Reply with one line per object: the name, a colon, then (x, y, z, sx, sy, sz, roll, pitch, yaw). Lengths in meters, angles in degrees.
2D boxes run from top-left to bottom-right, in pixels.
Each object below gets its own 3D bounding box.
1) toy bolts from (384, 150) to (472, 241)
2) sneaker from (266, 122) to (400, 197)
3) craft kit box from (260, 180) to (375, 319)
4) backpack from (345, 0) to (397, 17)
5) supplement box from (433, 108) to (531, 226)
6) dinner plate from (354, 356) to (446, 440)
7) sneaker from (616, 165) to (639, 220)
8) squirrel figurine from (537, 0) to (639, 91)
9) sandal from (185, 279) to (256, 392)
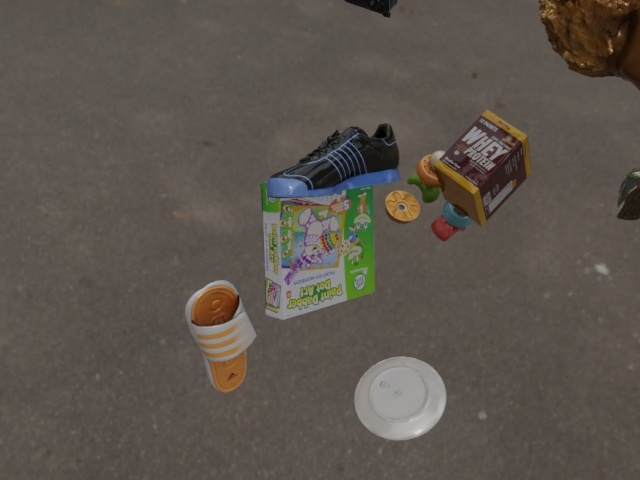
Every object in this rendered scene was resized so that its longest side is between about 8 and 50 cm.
toy bolts: (0.313, -0.116, 2.343, 0.218, 0.158, 0.228, -34, 74, -31)
sneaker: (0.018, -0.115, 1.248, 0.232, 0.090, 0.081, -14, 10, -36)
craft kit box: (0.000, 0.000, 1.597, 0.250, 0.246, 0.061, -14, 20, -43)
backpack: (0.092, -0.490, 1.615, 0.114, 0.105, 0.084, 18, 46, 15)
supplement box: (0.402, -0.175, 2.110, 0.194, 0.191, 0.129, -46, 62, -7)
dinner plate: (0.121, 0.237, 1.313, 0.141, 0.017, 0.141, -7, 51, 9)
sneaker: (0.630, -0.112, 1.697, 0.064, 0.192, 0.086, 8, 70, 3)
squirrel figurine: (0.435, -0.331, 0.914, 0.397, 0.370, 0.281, 22, 47, 17)
sandal: (-0.151, 0.177, 1.455, 0.102, 0.265, 0.076, -33, 47, -24)
